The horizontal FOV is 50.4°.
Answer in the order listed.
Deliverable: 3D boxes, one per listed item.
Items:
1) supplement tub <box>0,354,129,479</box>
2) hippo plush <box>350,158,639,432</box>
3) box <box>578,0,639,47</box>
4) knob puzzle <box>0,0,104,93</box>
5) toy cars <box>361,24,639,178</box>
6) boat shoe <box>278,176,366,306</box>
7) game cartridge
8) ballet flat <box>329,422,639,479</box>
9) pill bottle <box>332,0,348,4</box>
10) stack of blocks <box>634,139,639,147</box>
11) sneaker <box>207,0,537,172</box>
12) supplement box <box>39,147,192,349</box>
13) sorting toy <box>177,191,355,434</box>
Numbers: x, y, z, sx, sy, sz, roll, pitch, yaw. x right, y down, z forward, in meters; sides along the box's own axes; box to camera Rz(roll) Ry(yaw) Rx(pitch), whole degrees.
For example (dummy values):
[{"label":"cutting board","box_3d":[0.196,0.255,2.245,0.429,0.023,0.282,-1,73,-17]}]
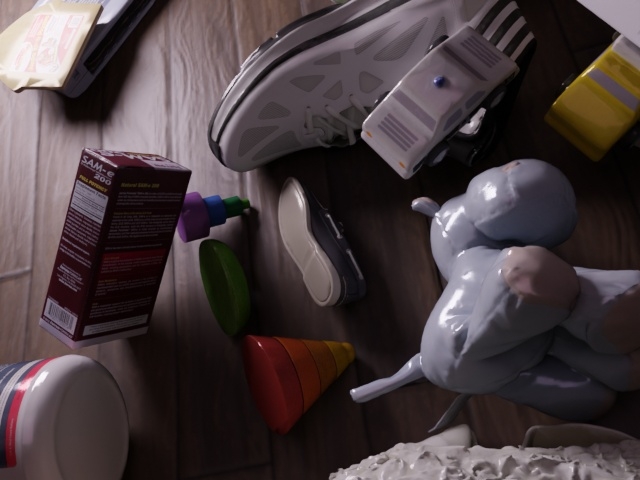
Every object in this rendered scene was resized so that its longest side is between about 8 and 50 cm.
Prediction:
[{"label":"supplement tub","box_3d":[-0.391,0.246,0.818,0.272,0.191,0.191,-9,63,14]},{"label":"hippo plush","box_3d":[0.213,0.052,0.739,0.294,0.234,0.237,-46,27,42]},{"label":"box","box_3d":[0.429,-0.221,0.687,0.232,0.058,0.322,-21,58,-26]},{"label":"knob puzzle","box_3d":[-0.474,-0.327,1.156,0.213,0.030,0.213,-7,64,15]},{"label":"toy cars","box_3d":[0.235,-0.175,0.746,0.393,0.087,0.177,-5,76,8]},{"label":"boat shoe","box_3d":[0.000,0.000,0.896,0.065,0.075,0.206,2,48,-31]},{"label":"game cartridge","box_3d":[-0.425,-0.404,1.224,0.198,0.062,0.297,26,76,31]},{"label":"ballet flat","box_3d":[0.190,0.249,0.680,0.408,0.147,0.147,-4,64,13]},{"label":"pill bottle","box_3d":[0.190,-0.489,0.958,0.407,0.229,0.229,-8,63,15]},{"label":"stack of blocks","box_3d":[0.512,-0.105,0.748,0.297,0.087,0.171,30,78,28]},{"label":"sneaker","box_3d":[0.072,-0.173,0.882,0.447,0.169,0.257,-34,69,11]},{"label":"supplement box","box_3d":[-0.260,0.009,0.868,0.073,0.130,0.239,26,105,27]},{"label":"sorting toy","box_3d":[-0.070,0.063,0.872,0.126,0.127,0.365,-16,54,-23]}]
